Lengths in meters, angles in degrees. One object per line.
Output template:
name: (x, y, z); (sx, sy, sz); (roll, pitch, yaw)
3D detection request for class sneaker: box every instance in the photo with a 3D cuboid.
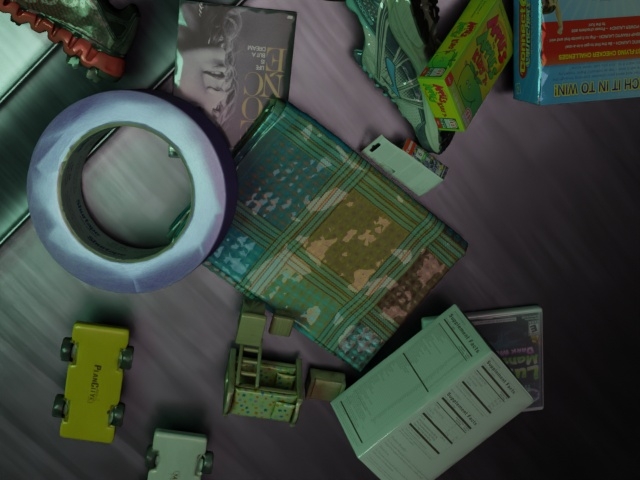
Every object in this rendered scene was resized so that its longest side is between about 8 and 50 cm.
sneaker: (0.119, -0.250, 1.410); (0.122, 0.110, 0.283); (1, 126, 31)
sneaker: (-0.358, -0.330, 1.319); (0.276, 0.097, 0.135); (32, 99, -16)

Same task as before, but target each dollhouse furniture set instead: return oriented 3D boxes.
dollhouse furniture set: (-0.040, 0.187, 1.465); (0.182, 0.101, 0.161); (9, 124, -9)

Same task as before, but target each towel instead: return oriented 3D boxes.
towel: (0.000, 0.000, 1.468); (0.370, 0.040, 0.271); (37, 102, -16)

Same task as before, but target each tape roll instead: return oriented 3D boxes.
tape roll: (-0.256, -0.069, 1.373); (0.275, 0.090, 0.274); (1, 100, 7)

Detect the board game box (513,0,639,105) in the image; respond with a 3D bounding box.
board game box: (0.424, -0.354, 1.394); (0.308, 0.086, 0.302); (-6, 106, -14)

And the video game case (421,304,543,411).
video game case: (0.256, 0.194, 1.571); (0.190, 0.022, 0.173); (-6, 106, -6)

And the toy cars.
toy cars: (-0.276, 0.278, 1.499); (0.176, 0.087, 0.393); (-29, 109, 6)

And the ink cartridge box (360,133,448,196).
ink cartridge box: (0.122, -0.116, 1.452); (0.115, 0.063, 0.029); (35, 55, -13)

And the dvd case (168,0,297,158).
dvd case: (-0.125, -0.220, 1.417); (0.165, 0.018, 0.221); (4, 105, -8)

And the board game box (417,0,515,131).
board game box: (0.205, -0.245, 1.373); (0.181, 0.043, 0.092); (-56, 135, -29)

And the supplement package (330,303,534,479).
supplement package: (0.163, 0.239, 1.475); (0.244, 0.139, 0.134); (-39, 123, 5)
